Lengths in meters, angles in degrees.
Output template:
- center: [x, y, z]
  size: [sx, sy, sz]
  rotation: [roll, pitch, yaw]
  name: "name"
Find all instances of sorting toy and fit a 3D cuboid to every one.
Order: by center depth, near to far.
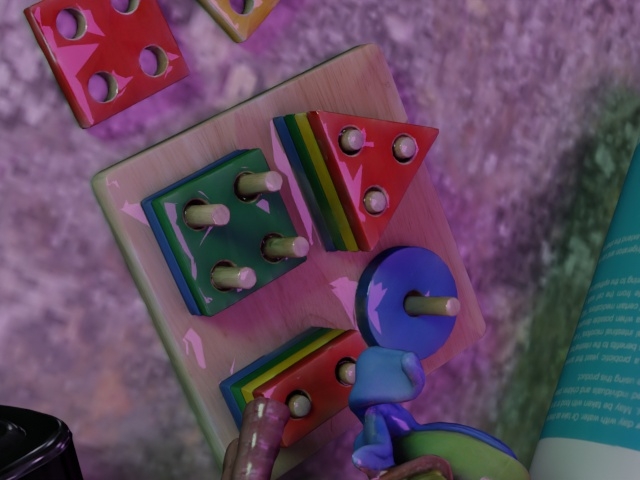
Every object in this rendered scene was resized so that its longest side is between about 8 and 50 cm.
- center: [0.000, 0.000, 0.475]
  size: [0.132, 0.046, 0.274]
  rotation: [-30, 105, -29]
  name: "sorting toy"

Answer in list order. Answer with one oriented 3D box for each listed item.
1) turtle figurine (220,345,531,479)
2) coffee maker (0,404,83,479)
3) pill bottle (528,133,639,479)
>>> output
- center: [0.062, 0.178, 0.336]
  size: [0.274, 0.198, 0.266]
  rotation: [67, 28, -15]
  name: "turtle figurine"
- center: [-0.099, 0.142, 0.385]
  size: [0.171, 0.120, 0.178]
  rotation: [-34, 112, -60]
  name: "coffee maker"
- center: [0.176, 0.061, 0.529]
  size: [0.146, 0.146, 0.264]
  rotation: [30, 74, -29]
  name: "pill bottle"
